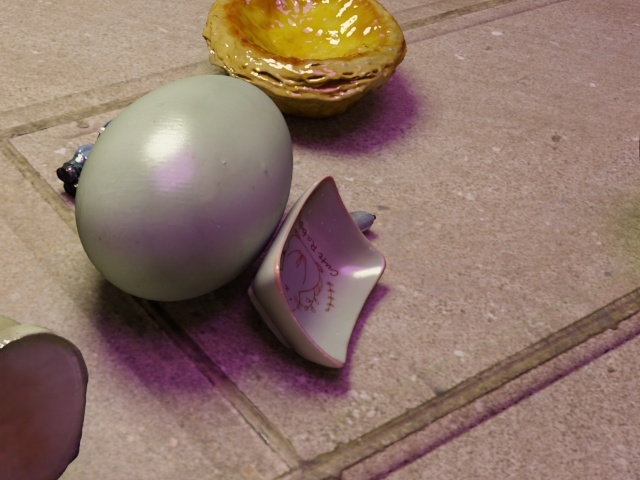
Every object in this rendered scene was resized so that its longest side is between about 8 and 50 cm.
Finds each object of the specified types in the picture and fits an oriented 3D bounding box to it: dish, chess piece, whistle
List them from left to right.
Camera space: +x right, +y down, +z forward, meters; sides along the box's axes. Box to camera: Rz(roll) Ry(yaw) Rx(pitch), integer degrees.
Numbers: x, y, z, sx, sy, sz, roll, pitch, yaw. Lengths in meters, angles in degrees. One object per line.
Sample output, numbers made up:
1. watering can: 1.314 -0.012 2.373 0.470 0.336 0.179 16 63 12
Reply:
1. chess piece: -0.399 0.127 1.124 0.330 0.182 0.182 15 36 29
2. dish: -0.012 0.041 1.389 0.077 0.151 0.212 -19 27 30
3. whistle: 0.000 0.000 1.507 0.176 0.033 0.033 -26 52 -38

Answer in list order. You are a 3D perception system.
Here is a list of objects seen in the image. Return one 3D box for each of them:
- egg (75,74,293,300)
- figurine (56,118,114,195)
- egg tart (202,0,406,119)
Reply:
1. egg: -0.148 -0.071 1.397 0.230 0.230 0.371 19 33 8
2. figurine: -0.280 -0.105 1.544 0.136 0.077 0.079 -35 22 -26
3. egg tart: -0.026 -0.273 1.764 0.319 0.128 0.319 6 39 -5
